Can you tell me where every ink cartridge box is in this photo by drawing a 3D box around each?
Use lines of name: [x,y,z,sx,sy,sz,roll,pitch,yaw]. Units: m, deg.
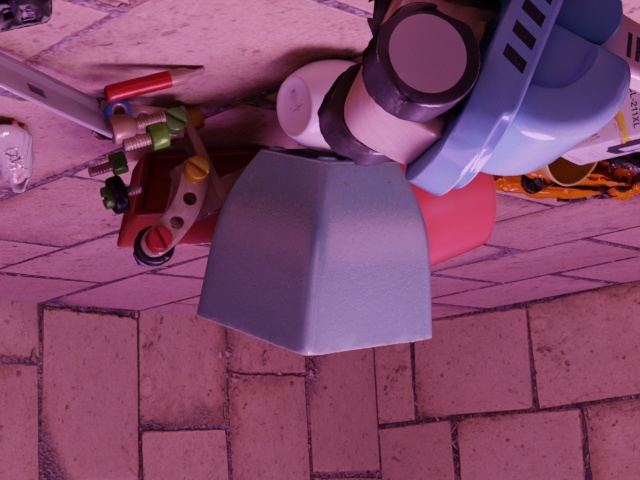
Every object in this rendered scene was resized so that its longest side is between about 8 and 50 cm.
ink cartridge box: [0.418,-0.190,1.740,0.175,0.127,0.072,-13,162,37]

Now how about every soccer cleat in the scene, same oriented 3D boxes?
soccer cleat: [-0.471,-0.129,1.919,0.068,0.076,0.196,-2,168,-4]

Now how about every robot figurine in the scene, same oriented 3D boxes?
robot figurine: [0.452,-0.123,2.169,0.291,0.085,0.211,2,167,-22]

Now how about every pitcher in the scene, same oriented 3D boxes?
pitcher: [0.033,-0.172,1.720,0.207,0.125,0.178,-5,159,-37]

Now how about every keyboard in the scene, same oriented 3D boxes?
keyboard: [-0.365,-0.195,1.588,0.014,0.072,0.256,-39,146,20]

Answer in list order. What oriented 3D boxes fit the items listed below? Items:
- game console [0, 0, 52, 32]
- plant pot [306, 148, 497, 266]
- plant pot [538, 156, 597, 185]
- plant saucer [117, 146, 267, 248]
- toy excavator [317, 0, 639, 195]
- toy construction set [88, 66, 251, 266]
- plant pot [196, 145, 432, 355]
game console: [-0.230,-0.276,1.115,0.361,0.213,0.044,-16,138,-24]
plant pot: [0.131,-0.063,2.001,0.243,0.275,0.275,-10,171,-19]
plant pot: [0.357,-0.159,1.918,0.134,0.134,0.095,7,-169,-40]
plant saucer: [-0.186,-0.080,1.996,0.258,0.048,0.259,-3,-149,0]
toy excavator: [0.279,-0.200,1.344,0.445,0.433,0.222,28,161,-9]
toy construction set: [-0.187,-0.131,1.791,0.237,0.257,0.309,-18,150,-19]
plant pot: [0.000,0.000,1.749,0.247,0.252,0.248,-4,-167,-42]
